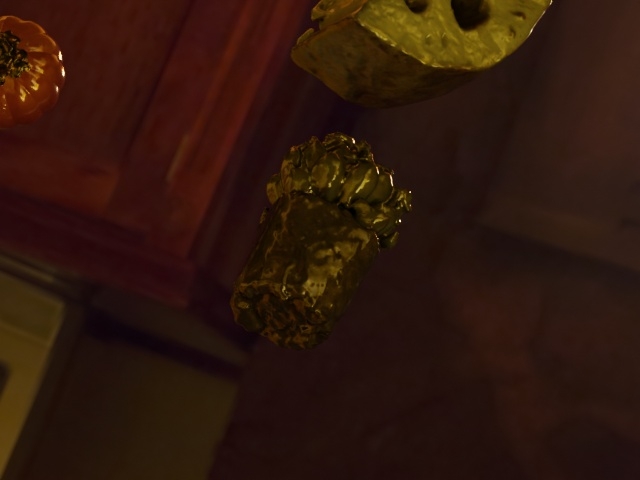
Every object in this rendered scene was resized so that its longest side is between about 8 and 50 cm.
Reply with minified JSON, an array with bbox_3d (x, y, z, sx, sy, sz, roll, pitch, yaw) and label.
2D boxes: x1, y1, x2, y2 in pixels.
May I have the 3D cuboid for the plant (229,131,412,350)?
[{"bbox_3d":[0.000,0.000,1.029,0.094,0.143,0.092,22,146,0],"label":"plant"}]

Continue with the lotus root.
[{"bbox_3d":[0.091,-0.191,1.275,0.138,0.235,0.119,48,147,-5],"label":"lotus root"}]

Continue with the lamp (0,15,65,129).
[{"bbox_3d":[-0.290,-0.155,1.478,0.107,0.107,0.092,20,164,9],"label":"lamp"}]
